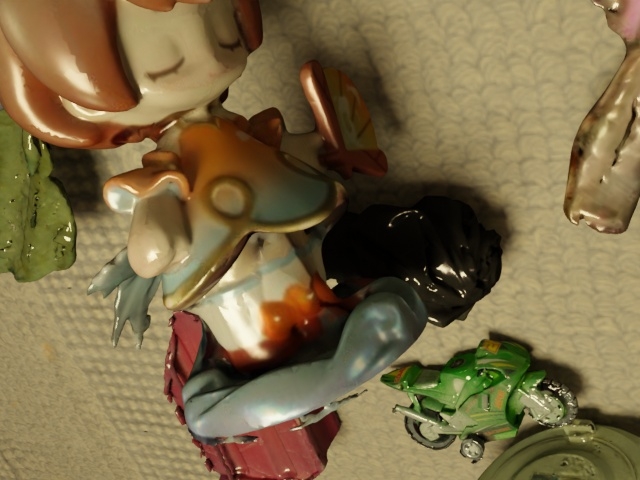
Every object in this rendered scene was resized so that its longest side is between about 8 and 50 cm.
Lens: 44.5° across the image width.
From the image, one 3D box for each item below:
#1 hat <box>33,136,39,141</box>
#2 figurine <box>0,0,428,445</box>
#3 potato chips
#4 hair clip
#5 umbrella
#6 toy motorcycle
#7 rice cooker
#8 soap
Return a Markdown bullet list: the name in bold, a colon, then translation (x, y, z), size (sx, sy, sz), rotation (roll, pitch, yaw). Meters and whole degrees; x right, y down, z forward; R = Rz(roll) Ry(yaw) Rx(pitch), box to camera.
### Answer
- **hat**: translation (-0.267, -0.146, 0.732), size (0.173, 0.144, 0.166), rotation (-30, 106, 15)
- **figurine**: translation (-0.104, -0.079, 0.547), size (0.248, 0.276, 0.388), rotation (-16, 104, 46)
- **potato chips**: translation (-0.403, -0.133, 0.759), size (0.373, 0.097, 0.389), rotation (23, 139, 32)
- **hair clip**: translation (0.223, -0.150, 0.511), size (0.173, 0.069, 0.300), rotation (18, 119, 12)
- **umbrella**: translation (0.000, 0.000, 0.726), size (0.340, 0.118, 0.118), rotation (10, 128, 32)
- **toy motorcycle**: translation (0.153, 0.153, 0.772), size (0.190, 0.074, 0.106), rotation (-23, 102, 38)
- **rice cooker**: translation (0.264, 0.312, 0.742), size (0.226, 0.226, 0.244), rotation (-20, 112, 36)
- **soap**: translation (-0.088, 0.155, 0.872), size (0.162, 0.099, 0.250), rotation (-4, 122, 29)
